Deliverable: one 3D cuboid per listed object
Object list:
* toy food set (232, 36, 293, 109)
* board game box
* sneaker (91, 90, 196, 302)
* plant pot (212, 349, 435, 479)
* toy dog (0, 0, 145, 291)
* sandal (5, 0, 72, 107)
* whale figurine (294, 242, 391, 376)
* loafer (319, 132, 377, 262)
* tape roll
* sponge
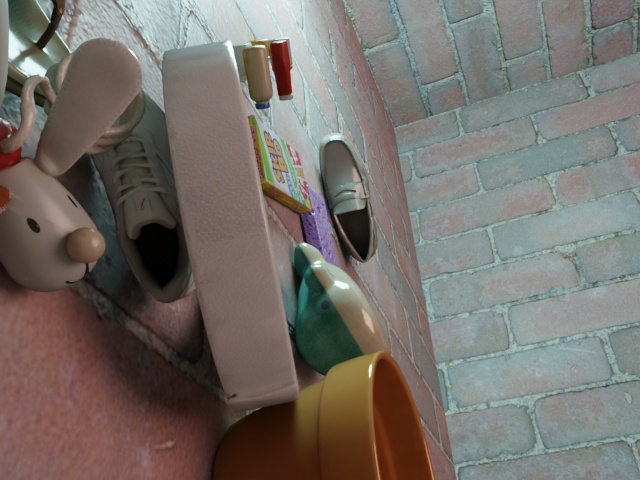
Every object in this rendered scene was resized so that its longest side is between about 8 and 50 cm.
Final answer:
[{"bbox_3d":[-0.104,-0.282,1.102,0.232,0.111,0.104,-70,154,-67],"label":"toy food set"},{"bbox_3d":[-0.082,-0.134,1.176,0.259,0.039,0.124,23,53,-68],"label":"board game box"},{"bbox_3d":[-0.163,-0.047,0.613,0.115,0.090,0.232,-152,-138,-78],"label":"sneaker"},{"bbox_3d":[0.009,0.290,0.745,0.291,0.204,0.290,-15,90,-76],"label":"plant pot"},{"bbox_3d":[-0.203,-0.114,0.401,0.333,0.161,0.220,53,54,-47],"label":"toy dog"},{"bbox_3d":[-0.263,-0.247,0.515,0.120,0.086,0.302,-67,139,-67],"label":"sandal"},{"bbox_3d":[0.007,0.123,1.113,0.272,0.141,0.216,55,-3,45],"label":"whale figurine"},{"bbox_3d":[0.072,-0.099,1.545,0.111,0.112,0.319,-89,160,-70],"label":"loafer"},{"bbox_3d":[-0.091,-0.013,0.701,0.392,0.072,0.392,169,-90,-85],"label":"tape roll"},{"bbox_3d":[0.000,0.000,1.327,0.117,0.031,0.210,36,39,-70],"label":"sponge"}]
